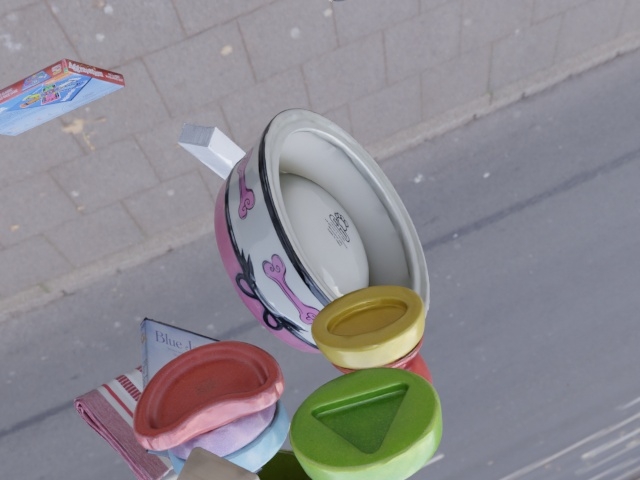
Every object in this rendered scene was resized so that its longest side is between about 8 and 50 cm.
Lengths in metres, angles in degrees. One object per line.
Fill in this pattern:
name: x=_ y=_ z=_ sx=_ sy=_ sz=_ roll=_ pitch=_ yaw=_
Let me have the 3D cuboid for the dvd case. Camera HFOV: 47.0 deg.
dvd case: x=-0.186 y=0.233 z=1.126 sx=0.180 sy=0.253 sz=0.022 roll=22 pitch=118 yaw=-30

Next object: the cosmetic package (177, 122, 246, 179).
cosmetic package: x=-0.246 y=-0.213 z=1.850 sx=0.239 sy=0.099 sz=0.060 roll=40 pitch=68 yaw=-59

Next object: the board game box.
board game box: x=-0.504 y=-0.249 z=1.312 sx=0.282 sy=0.027 sz=0.145 roll=-17 pitch=176 yaw=24

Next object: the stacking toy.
stacking toy: x=-0.014 y=0.191 z=0.715 sx=0.309 sy=0.279 sz=0.130 roll=-18 pitch=114 yaw=-1

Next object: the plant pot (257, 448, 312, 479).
plant pot: x=-0.050 y=0.583 z=1.268 sx=0.367 sy=0.352 sz=0.366 roll=10 pitch=178 yaw=0

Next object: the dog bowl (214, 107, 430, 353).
dog bowl: x=0.000 y=0.000 z=1.188 sx=0.150 sy=0.407 sz=0.408 roll=-31 pitch=151 yaw=30

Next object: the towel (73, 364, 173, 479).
towel: x=-0.366 y=0.387 z=1.626 sx=0.037 sy=0.237 sz=0.329 roll=-47 pitch=171 yaw=18
